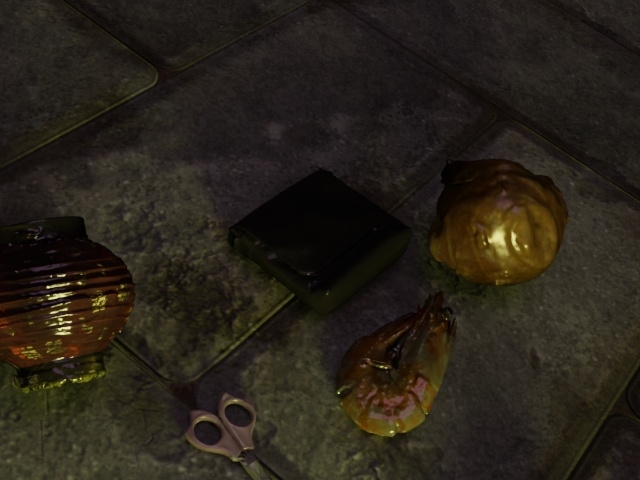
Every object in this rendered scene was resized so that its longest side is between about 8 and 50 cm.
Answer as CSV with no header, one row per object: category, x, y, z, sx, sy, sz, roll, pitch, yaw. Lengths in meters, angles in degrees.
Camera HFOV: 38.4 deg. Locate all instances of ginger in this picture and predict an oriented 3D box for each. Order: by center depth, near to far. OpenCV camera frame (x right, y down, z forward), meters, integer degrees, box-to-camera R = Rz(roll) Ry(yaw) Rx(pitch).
ginger,0.315,-0.025,1.570,0.269,0.201,0.222,21,69,-54

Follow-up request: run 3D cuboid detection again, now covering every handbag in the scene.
handbag,0.000,0.000,1.528,0.223,0.080,0.247,35,50,24

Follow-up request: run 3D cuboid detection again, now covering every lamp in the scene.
lamp,-0.363,0.087,1.229,0.247,0.247,0.247,9,47,-10

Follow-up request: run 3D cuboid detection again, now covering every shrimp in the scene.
shrimp,0.128,0.176,1.420,0.154,0.062,0.294,26,48,14

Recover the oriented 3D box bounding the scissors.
scissors,-0.098,0.302,1.257,0.110,0.021,0.212,-24,59,-31
